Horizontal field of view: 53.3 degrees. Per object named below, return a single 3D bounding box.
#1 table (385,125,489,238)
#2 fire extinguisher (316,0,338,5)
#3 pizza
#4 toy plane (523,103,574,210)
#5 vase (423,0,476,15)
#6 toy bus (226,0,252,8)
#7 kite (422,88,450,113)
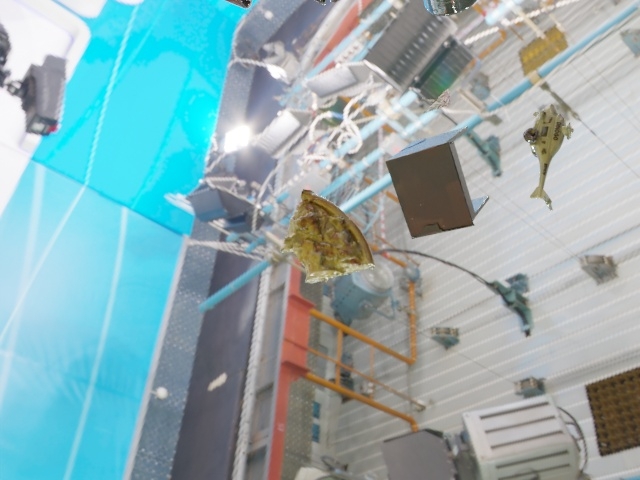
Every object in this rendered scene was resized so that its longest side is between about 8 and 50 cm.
[{"bbox_3d":[0.360,-0.179,1.893,0.196,0.250,0.282,-14,-168,30],"label":"table"},{"bbox_3d":[0.065,-0.853,2.124,0.252,0.075,0.106,-20,-125,21],"label":"fire extinguisher"},{"bbox_3d":[0.000,0.000,1.852,0.223,0.089,0.323,-39,-110,-7],"label":"pizza"},{"bbox_3d":[0.552,-0.211,1.555,0.108,0.092,0.286,4,-114,36],"label":"toy plane"},{"bbox_3d":[0.347,-0.824,1.824,0.174,0.321,0.173,-14,-130,17],"label":"vase"},{"bbox_3d":[-0.235,-0.926,2.043,0.153,0.143,0.329,-77,-172,-70],"label":"toy bus"},{"bbox_3d":[0.424,-0.510,2.333,0.139,0.011,0.157,-45,-142,-12],"label":"kite"}]
